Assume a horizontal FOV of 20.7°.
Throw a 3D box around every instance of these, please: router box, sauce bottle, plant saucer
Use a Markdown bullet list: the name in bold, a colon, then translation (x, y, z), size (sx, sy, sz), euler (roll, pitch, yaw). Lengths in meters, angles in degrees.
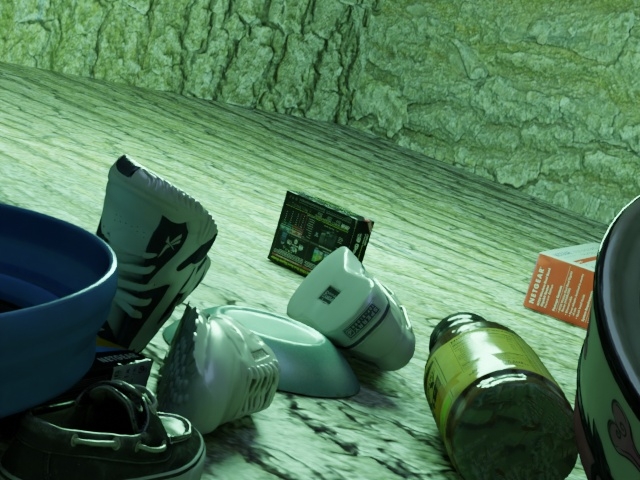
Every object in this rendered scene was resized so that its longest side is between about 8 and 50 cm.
- **router box**: translation (0.000, 0.000, 2.146), size (0.122, 0.092, 0.038), euler (24, 11, 37)
- **sauce bottle**: translation (0.150, 0.134, 1.558), size (0.111, 0.111, 0.344), euler (16, 8, -4)
- **plant saucer**: translation (-0.051, 0.096, 1.650), size (0.194, 0.037, 0.195), euler (16, 10, -3)
- **router box**: translation (0.478, 0.093, 2.482), size (0.301, 0.082, 0.335), euler (20, 10, 21)
- **router box**: translation (-0.228, 0.094, 1.309), size (0.133, 0.046, 0.179), euler (20, 10, 22)

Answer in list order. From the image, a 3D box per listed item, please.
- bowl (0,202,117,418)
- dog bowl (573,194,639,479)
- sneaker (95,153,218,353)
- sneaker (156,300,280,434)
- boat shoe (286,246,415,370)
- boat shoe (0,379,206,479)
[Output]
- **bowl**: translation (-0.332, 0.038, 1.151), size (0.391, 0.077, 0.391), euler (5, 13, -1)
- **dog bowl**: translation (0.377, 0.135, 1.343), size (0.407, 0.150, 0.408), euler (11, 42, -10)
- **sneaker**: translation (-0.163, 0.034, 1.408), size (0.094, 0.153, 0.235), euler (34, -15, 3)
- **sneaker**: translation (-0.076, 0.106, 1.411), size (0.094, 0.090, 0.235), euler (25, 9, -7)
- **boat shoe**: translation (0.038, 0.075, 1.789), size (0.088, 0.096, 0.267), euler (44, -6, -14)
- **boat shoe**: translation (-0.134, 0.133, 1.166), size (0.077, 0.070, 0.219), euler (20, 10, 20)
